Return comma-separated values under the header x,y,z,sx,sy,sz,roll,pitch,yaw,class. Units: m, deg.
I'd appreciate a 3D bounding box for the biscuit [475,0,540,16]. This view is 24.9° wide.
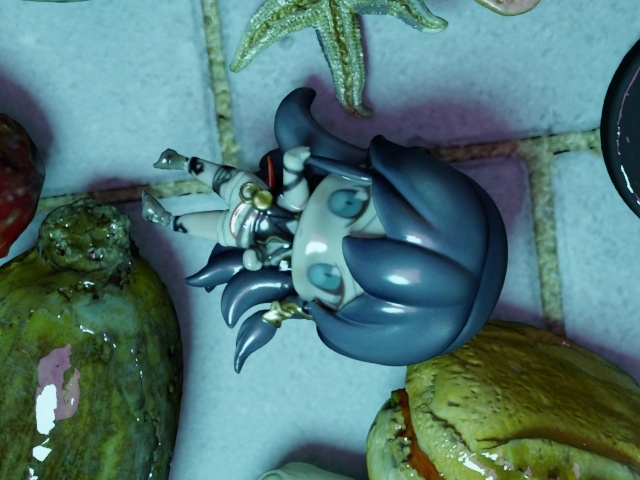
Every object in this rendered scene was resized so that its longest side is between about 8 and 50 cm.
x,y,z,sx,sy,sz,roll,pitch,yaw,class
0.214,-0.322,1.128,0.324,0.049,0.205,-39,96,9,biscuit

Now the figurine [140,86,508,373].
x,y,z,sx,sy,sz,roll,pitch,yaw,class
0.014,-0.004,1.103,0.265,0.197,0.175,34,127,35,figurine

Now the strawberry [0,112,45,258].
x,y,z,sx,sy,sz,roll,pitch,yaw,class
-0.404,-0.053,1.095,0.310,0.292,0.291,-25,97,14,strawberry

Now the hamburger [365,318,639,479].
x,y,z,sx,sy,sz,roll,pitch,yaw,class
0.149,0.178,1.130,0.244,0.244,0.163,21,117,0,hamburger

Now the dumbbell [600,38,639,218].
x,y,z,sx,sy,sz,roll,pitch,yaw,class
0.318,-0.068,1.024,0.204,0.322,0.203,0,100,3,dumbbell

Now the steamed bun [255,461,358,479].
x,y,z,sx,sy,sz,roll,pitch,yaw,class
0.022,0.299,1.167,0.239,0.152,0.170,28,125,-1,steamed bun

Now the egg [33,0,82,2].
x,y,z,sx,sy,sz,roll,pitch,yaw,class
-0.247,-0.326,1.036,0.379,0.287,0.287,40,99,-17,egg

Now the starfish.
x,y,z,sx,sy,sz,roll,pitch,yaw,class
-0.008,-0.189,1.161,0.176,0.053,0.208,-31,97,17,starfish

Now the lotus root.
x,y,z,sx,sy,sz,roll,pitch,yaw,class
-0.216,0.163,1.173,0.196,0.179,0.397,8,104,-15,lotus root
